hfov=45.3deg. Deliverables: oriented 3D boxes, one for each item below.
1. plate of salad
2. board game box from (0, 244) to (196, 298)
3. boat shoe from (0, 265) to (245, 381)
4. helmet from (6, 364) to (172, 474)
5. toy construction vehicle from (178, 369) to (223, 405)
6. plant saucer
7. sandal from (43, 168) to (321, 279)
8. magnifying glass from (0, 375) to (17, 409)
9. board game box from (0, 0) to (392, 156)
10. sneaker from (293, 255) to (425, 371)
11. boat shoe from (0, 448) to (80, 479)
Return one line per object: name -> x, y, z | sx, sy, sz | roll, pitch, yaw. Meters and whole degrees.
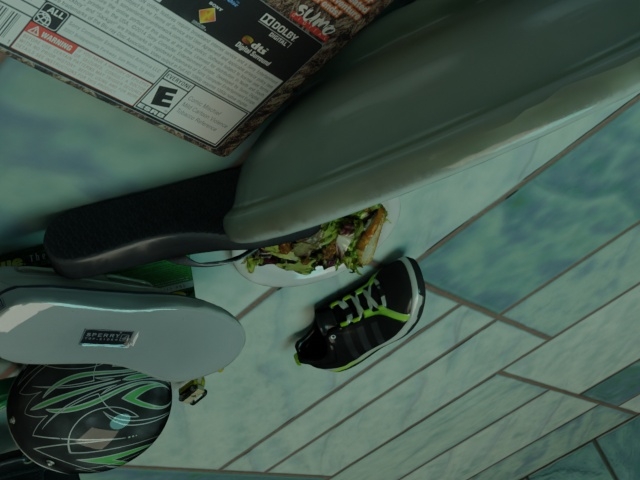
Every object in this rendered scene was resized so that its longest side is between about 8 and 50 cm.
plate of salad -> 0.000, 0.000, 0.853 | 0.199, 0.048, 0.200 | -16, 147, -10
board game box -> -0.261, 0.051, 0.786 | 0.259, 0.030, 0.136 | -14, 144, -14
boat shoe -> -0.197, 0.075, 0.751 | 0.267, 0.088, 0.096 | 8, 119, -39
helmet -> -0.252, 0.179, 0.854 | 0.169, 0.169, 0.161 | -17, 163, -9
toy construction vehicle -> -0.188, 0.181, 1.019 | 0.098, 0.035, 0.086 | -42, 132, 23
plant saucer -> 0.095, -0.124, 0.570 | 0.400, 0.101, 0.400 | -25, -172, 4
sandal -> -0.124, -0.011, 0.723 | 0.254, 0.097, 0.054 | -8, 134, -3
magnifying glass -> -0.378, 0.169, 0.811 | 0.092, 0.026, 0.231 | -25, 172, -7
board game box -> -0.056, -0.219, 0.417 | 0.291, 0.141, 0.232 | -39, 144, 23
sneaker -> 0.044, 0.108, 1.000 | 0.097, 0.084, 0.235 | 6, 137, -36
boat shoe -> -0.529, 0.357, 0.957 | 0.500, 0.156, 0.187 | -11, 152, 2
